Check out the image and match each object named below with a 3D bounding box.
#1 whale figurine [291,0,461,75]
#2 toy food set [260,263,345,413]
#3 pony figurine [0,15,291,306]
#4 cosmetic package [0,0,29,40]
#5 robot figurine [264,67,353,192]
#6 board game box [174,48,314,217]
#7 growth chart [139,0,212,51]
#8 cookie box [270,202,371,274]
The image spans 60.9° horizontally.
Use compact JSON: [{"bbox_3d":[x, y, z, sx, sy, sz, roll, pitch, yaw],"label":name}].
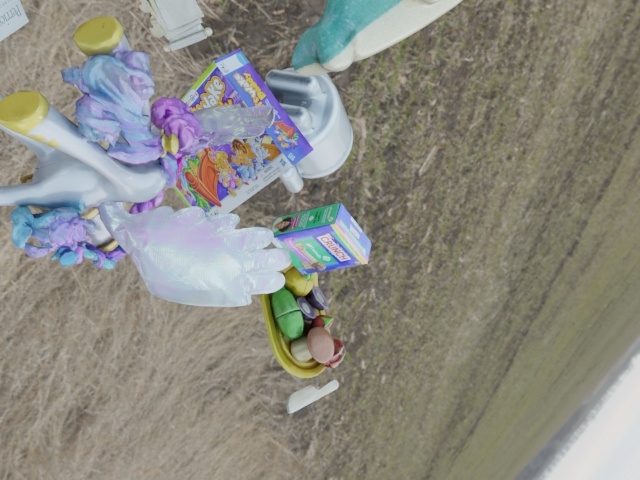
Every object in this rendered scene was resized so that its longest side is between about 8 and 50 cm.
[{"bbox_3d":[0.067,-0.313,0.663,0.272,0.216,0.141,-42,117,-14],"label":"whale figurine"},{"bbox_3d":[-0.010,0.127,0.802,0.071,0.217,0.128,-26,163,38],"label":"toy food set"},{"bbox_3d":[-0.230,-0.081,0.649,0.351,0.302,0.363,-7,154,4],"label":"pony figurine"},{"bbox_3d":[-0.531,-0.399,0.624,0.217,0.156,0.385,-78,166,-44],"label":"cosmetic package"},{"bbox_3d":[-0.035,-0.265,1.268,0.353,0.200,0.299,43,64,-73],"label":"robot figurine"},{"bbox_3d":[-0.205,-0.191,1.126,0.347,0.233,0.078,-28,-167,47],"label":"board game box"},{"bbox_3d":[-0.296,-0.478,1.030,0.021,0.172,0.237,-48,133,-38],"label":"growth chart"},{"bbox_3d":[0.000,0.000,0.735,0.092,0.107,0.040,49,41,-39],"label":"cookie box"}]
